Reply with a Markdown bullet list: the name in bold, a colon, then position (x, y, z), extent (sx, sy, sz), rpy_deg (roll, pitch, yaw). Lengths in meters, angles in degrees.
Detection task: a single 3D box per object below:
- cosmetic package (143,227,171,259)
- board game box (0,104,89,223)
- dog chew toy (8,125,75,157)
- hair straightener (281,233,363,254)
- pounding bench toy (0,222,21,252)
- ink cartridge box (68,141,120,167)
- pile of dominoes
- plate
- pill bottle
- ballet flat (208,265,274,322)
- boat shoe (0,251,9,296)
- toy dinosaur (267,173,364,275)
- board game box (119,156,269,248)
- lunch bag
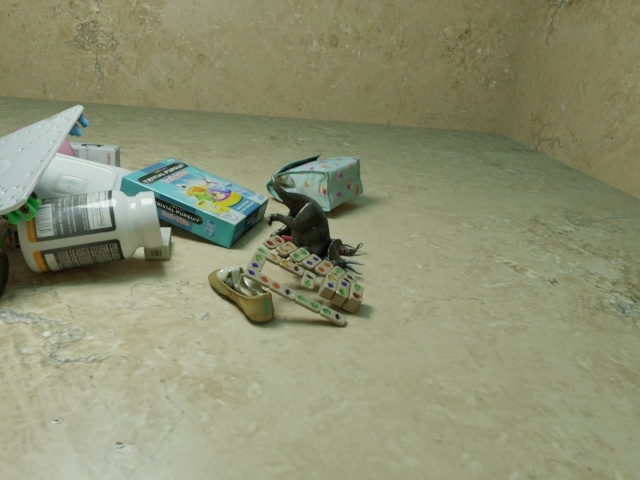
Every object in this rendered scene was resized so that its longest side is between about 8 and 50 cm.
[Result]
- **cosmetic package**: position (-0.406, 0.007, 1.314), extent (0.060, 0.041, 0.115), rpy_deg (0, 23, -11)
- **board game box**: position (-0.742, -0.130, 1.188), extent (0.390, 0.050, 0.389), rpy_deg (-17, 41, 14)
- **dog chew toy**: position (-0.857, -0.202, 1.510), extent (0.207, 0.206, 0.331), rpy_deg (7, 30, 2)
- **hair straightener**: position (0.000, 0.000, 1.426), extent (0.231, 0.047, 0.089), rpy_deg (4, 23, -6)
- **pounding bench toy**: position (-0.729, -0.012, 1.246), extent (0.052, 0.065, 0.083), rpy_deg (22, 28, 32)
- **ink cartridge box**: position (-0.757, -0.252, 1.732), extent (0.175, 0.127, 0.072), rpy_deg (4, 20, -7)
- **pile of dominoes**: position (-0.025, 0.068, 1.137), extent (0.251, 0.040, 0.196), rpy_deg (28, 30, -7)
- **plate**: position (-0.663, -0.137, 1.389), extent (0.278, 0.045, 0.277), rpy_deg (14, 45, -16)
- **pill bottle**: position (-0.507, -0.027, 1.176), extent (0.279, 0.162, 0.162), rpy_deg (-10, 26, -17)
- **ballet flat**: position (-0.169, 0.094, 1.127), extent (0.080, 0.073, 0.232), rpy_deg (-14, 30, -37)
- **boat shoe**: position (-0.667, 0.101, 0.934), extent (0.105, 0.110, 0.307), rpy_deg (4, 23, -7)
- **toy dinosaur**: position (-0.037, -0.025, 1.281), extent (0.160, 0.313, 0.121), rpy_deg (-27, 5, -16)
- **board game box**: position (-0.349, -0.118, 1.488), extent (0.336, 0.079, 0.254), rpy_deg (23, 25, 6)
- **lunch bag**: position (-0.023, -0.200, 1.764), extent (0.263, 0.160, 0.223), rpy_deg (8, 23, 35)
